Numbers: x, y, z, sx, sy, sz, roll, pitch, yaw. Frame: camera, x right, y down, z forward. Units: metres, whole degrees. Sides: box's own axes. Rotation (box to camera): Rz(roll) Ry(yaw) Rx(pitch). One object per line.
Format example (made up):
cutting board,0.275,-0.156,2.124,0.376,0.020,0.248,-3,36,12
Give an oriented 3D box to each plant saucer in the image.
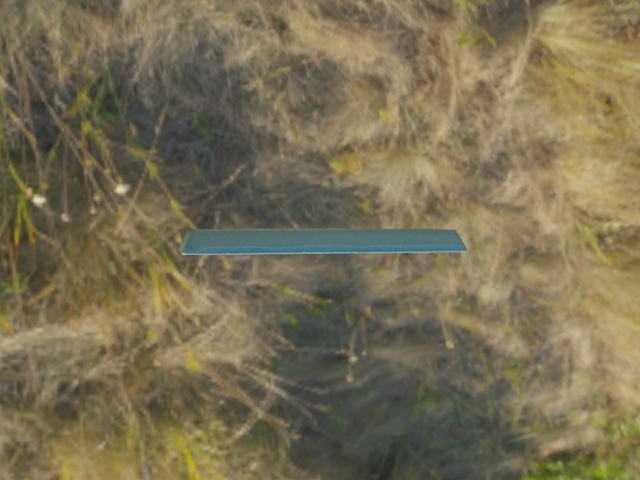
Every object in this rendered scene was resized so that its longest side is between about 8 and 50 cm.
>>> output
plant saucer,0.000,0.000,0.719,0.192,0.018,0.067,1,-178,-10
